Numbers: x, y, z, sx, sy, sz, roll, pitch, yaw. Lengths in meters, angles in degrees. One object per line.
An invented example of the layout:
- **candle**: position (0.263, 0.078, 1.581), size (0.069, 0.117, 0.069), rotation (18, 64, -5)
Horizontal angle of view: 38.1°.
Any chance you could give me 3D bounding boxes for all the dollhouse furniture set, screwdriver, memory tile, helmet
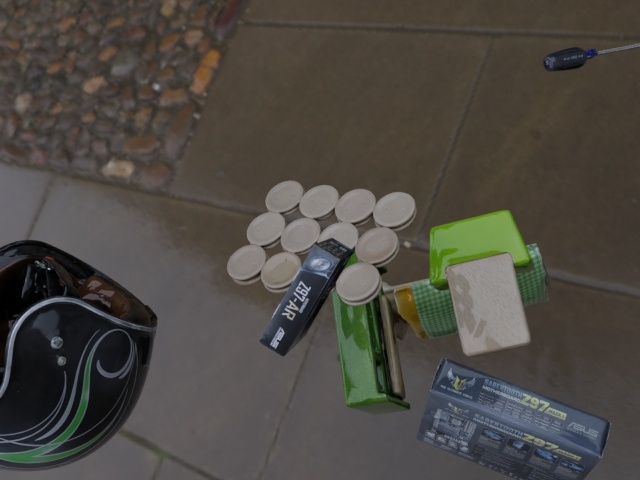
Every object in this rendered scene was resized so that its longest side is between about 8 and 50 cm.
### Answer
- **dollhouse furniture set**: position (0.150, 0.098, 0.983), size (0.197, 0.301, 0.151), rotation (-14, 71, 15)
- **screwdriver**: position (0.317, -0.214, 1.041), size (0.025, 0.169, 0.024), rotation (59, 151, 20)
- **memory tile**: position (0.000, 0.000, 0.779), size (0.148, 0.012, 0.113), rotation (9, 57, 31)
- **helmet**: position (-0.223, 0.099, 0.723), size (0.169, 0.169, 0.162), rotation (36, 94, 42)

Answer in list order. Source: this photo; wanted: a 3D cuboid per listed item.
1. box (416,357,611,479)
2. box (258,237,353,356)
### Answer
- **box**: position (0.254, 0.258, 1.259), size (0.232, 0.183, 0.059), rotation (19, 61, 11)
- **box**: position (-0.007, 0.033, 0.571), size (0.018, 0.083, 0.067), rotation (31, 96, 5)
